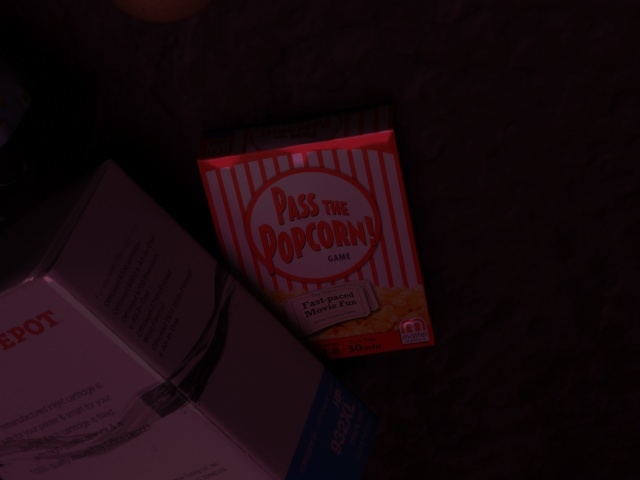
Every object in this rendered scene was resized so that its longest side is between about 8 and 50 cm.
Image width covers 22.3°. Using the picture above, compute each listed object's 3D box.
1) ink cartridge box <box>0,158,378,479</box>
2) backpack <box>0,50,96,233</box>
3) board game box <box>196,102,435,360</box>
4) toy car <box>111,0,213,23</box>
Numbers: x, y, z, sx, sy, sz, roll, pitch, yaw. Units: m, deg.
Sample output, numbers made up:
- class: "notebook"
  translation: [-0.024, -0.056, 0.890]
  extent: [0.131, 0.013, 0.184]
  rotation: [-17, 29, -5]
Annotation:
- class: "ink cartridge box"
  translation: [-0.144, 0.114, 1.220]
  extent: [0.223, 0.129, 0.307]
  rotation: [-24, 120, 38]
- class: "backpack"
  translation: [-0.385, -0.100, 1.078]
  extent: [0.290, 0.273, 0.355]
  rotation: [-30, 104, 26]
- class: "board game box"
  translation: [0.000, 0.000, 1.224]
  extent: [0.147, 0.045, 0.193]
  rotation: [-9, 121, 8]
- class: "toy car"
  translation: [-0.101, -0.199, 1.019]
  extent: [0.155, 0.188, 0.149]
  rotation: [-1, 122, 3]
